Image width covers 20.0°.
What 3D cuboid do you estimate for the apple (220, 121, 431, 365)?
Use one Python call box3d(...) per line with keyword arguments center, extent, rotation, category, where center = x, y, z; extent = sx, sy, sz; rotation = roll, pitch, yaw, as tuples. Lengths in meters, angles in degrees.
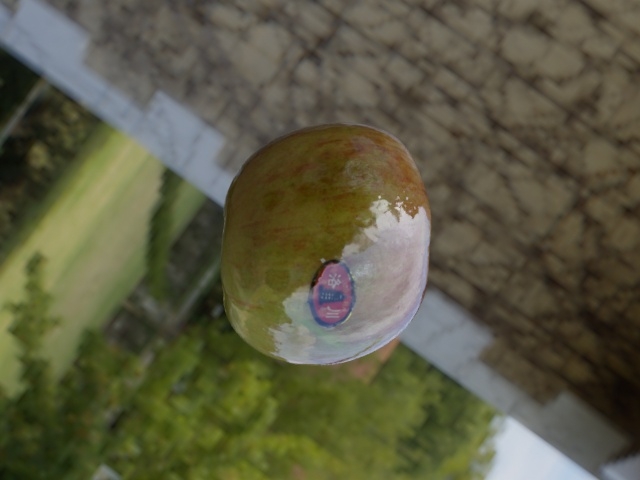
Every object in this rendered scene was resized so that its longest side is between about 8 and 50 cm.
box3d(center=(0.000, 0.000, 0.618), extent=(0.084, 0.071, 0.084), rotation=(178, -90, -82), category="apple")
